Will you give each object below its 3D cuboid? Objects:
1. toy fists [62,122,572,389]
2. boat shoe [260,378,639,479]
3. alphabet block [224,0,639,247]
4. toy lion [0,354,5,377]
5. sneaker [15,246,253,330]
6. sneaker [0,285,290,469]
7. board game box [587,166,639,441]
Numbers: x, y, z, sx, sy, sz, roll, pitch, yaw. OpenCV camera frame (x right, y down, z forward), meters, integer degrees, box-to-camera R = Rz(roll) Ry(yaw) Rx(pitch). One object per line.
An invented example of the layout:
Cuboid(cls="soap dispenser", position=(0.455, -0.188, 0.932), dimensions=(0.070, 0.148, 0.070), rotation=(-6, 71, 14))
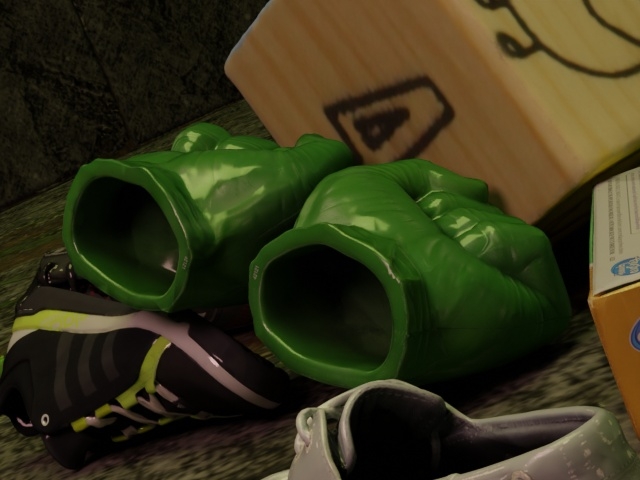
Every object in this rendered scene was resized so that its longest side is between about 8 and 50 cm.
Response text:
Cuboid(cls="toy fists", position=(0.000, 0.000, 0.935), dimensions=(0.279, 0.096, 0.142), rotation=(17, 15, 42))
Cuboid(cls="boat shoe", position=(0.033, 0.083, 0.615), dimensions=(0.079, 0.081, 0.227), rotation=(-27, 11, -32))
Cuboid(cls="alphabet block", position=(0.097, -0.099, 1.027), dimensions=(0.192, 0.197, 0.193), rotation=(-30, -11, -37))
Cuboid(cls="toy lion", position=(-0.295, 0.113, 1.422), dimensions=(0.096, 0.034, 0.100), rotation=(-14, 9, 2))
Cuboid(cls="sneaker", position=(-0.121, 0.035, 1.245), dimensions=(0.135, 0.097, 0.276), rotation=(-27, 8, -36))
Cuboid(cls="sneaker", position=(-0.109, 0.090, 1.022), dimensions=(0.235, 0.084, 0.097), rotation=(4, 64, 51))
Cuboid(cls="board game box", position=(0.273, -0.026, 0.765), dimensions=(0.316, 0.064, 0.242), rotation=(-19, 9, 13))
